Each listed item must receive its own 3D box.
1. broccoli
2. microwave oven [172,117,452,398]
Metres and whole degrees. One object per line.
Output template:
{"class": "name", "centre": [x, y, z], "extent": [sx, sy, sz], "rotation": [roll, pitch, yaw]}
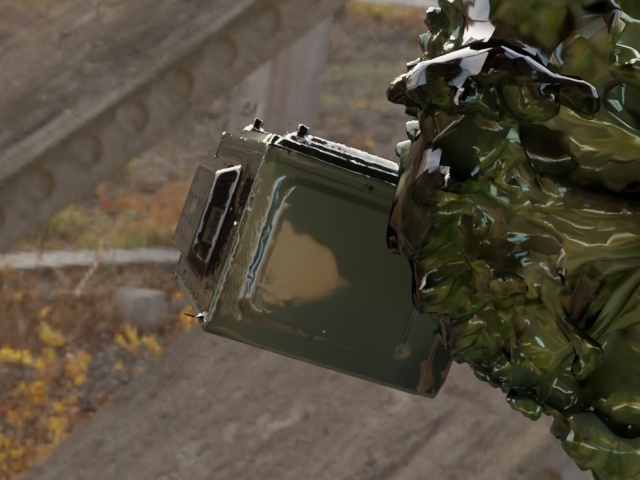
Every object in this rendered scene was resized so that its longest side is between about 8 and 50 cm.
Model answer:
{"class": "broccoli", "centre": [0.152, -0.018, 0.523], "extent": [0.243, 0.263, 0.247], "rotation": [2, -9, 35]}
{"class": "microwave oven", "centre": [0.000, 0.000, 0.752], "extent": [0.163, 0.129, 0.205], "rotation": [20, 2, -15]}
